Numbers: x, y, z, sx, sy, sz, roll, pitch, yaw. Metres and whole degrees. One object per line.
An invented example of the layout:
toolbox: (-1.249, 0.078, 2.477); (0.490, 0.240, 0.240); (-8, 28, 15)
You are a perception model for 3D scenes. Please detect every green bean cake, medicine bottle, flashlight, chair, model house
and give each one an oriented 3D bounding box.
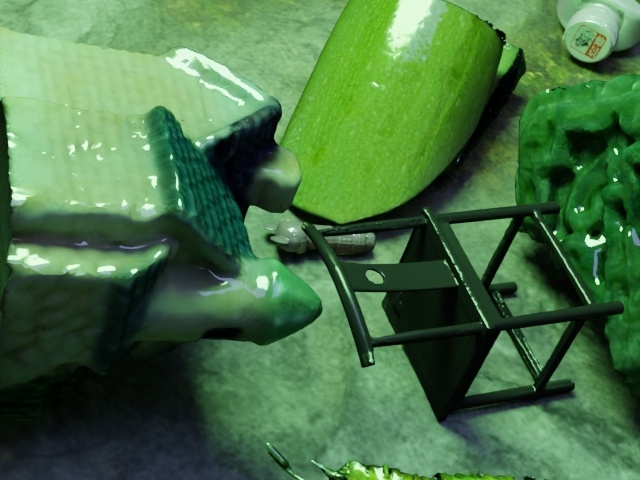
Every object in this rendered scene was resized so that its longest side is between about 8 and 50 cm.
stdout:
green bean cake: (0.327, -0.004, 1.216); (0.169, 0.300, 0.308); (0, 87, -35)
medicine bottle: (0.364, -0.303, 1.628); (0.115, 0.078, 0.219); (27, 45, 6)
flashlight: (0.000, 0.000, 1.258); (0.110, 0.031, 0.052); (5, 21, -18)
chair: (0.112, 0.063, 1.151); (0.260, 0.141, 0.154); (-6, 49, -24)
model house: (-0.148, -0.014, 1.074); (0.284, 0.243, 0.298); (0, 44, -19)

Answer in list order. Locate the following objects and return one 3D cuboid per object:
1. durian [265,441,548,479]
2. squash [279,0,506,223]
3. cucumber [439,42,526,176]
durian: (0.132, 0.233, 1.015); (0.375, 0.107, 0.132); (12, 47, -7)
squash: (0.068, -0.129, 1.367); (0.189, 0.189, 0.261); (22, 86, 4)
cucumber: (0.158, -0.139, 1.429); (0.078, 0.062, 0.211); (15, 49, 22)
